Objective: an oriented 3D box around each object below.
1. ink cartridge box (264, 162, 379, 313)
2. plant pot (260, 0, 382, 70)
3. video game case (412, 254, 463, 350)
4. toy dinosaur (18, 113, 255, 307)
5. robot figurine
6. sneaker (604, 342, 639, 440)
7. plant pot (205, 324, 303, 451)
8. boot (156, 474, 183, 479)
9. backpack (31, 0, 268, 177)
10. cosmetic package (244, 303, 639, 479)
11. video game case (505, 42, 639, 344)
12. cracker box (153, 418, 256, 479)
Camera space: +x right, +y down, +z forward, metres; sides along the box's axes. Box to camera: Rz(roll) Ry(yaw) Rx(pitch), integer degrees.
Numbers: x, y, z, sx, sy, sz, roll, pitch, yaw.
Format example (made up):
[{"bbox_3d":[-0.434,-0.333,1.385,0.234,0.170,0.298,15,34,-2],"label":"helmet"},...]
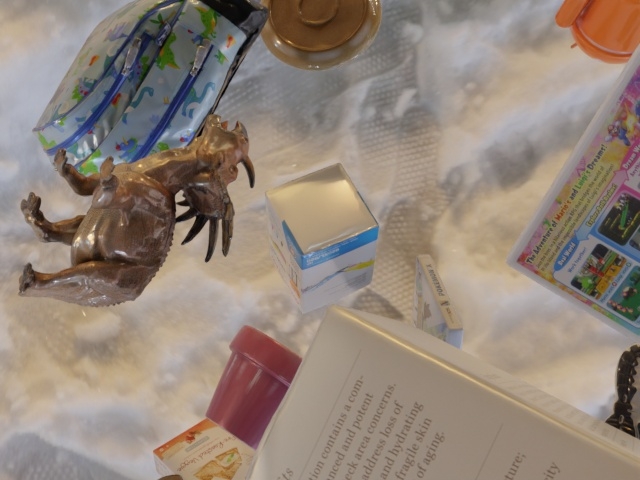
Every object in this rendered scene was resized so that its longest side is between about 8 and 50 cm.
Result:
[{"bbox_3d":[0.000,0.000,1.760,0.168,0.232,0.171,-23,60,-14],"label":"ink cartridge box"},{"bbox_3d":[-0.004,-0.431,1.651,0.237,0.032,0.236,-2,74,7],"label":"plant pot"},{"bbox_3d":[0.240,0.243,1.884,0.036,0.300,0.328,-2,118,-6],"label":"video game case"},{"bbox_3d":[-0.197,-0.005,0.939,0.200,0.127,0.295,24,114,-40],"label":"toy dinosaur"},{"bbox_3d":[0.406,-0.317,1.152,0.128,0.219,0.158,40,70,12],"label":"robot figurine"},{"bbox_3d":[0.539,0.300,1.482,0.110,0.107,0.275,6,99,-60],"label":"sneaker"},{"bbox_3d":[-0.110,0.282,1.619,0.201,0.201,0.180,37,78,-14],"label":"plant pot"},{"bbox_3d":[-0.294,0.601,1.660,0.095,0.262,0.203,-12,113,17],"label":"boot"},{"bbox_3d":[-0.276,-0.229,1.365,0.273,0.290,0.355,19,86,-36],"label":"backpack"},{"bbox_3d":[0.153,0.308,1.005,0.394,0.327,0.329,26,91,21],"label":"cosmetic package"},{"bbox_3d":[0.202,-0.010,0.494,0.143,0.157,0.019,32,36,11],"label":"video game case"},{"bbox_3d":[-0.210,0.471,1.792,0.156,0.232,0.067,-28,132,-34],"label":"cracker box"}]
